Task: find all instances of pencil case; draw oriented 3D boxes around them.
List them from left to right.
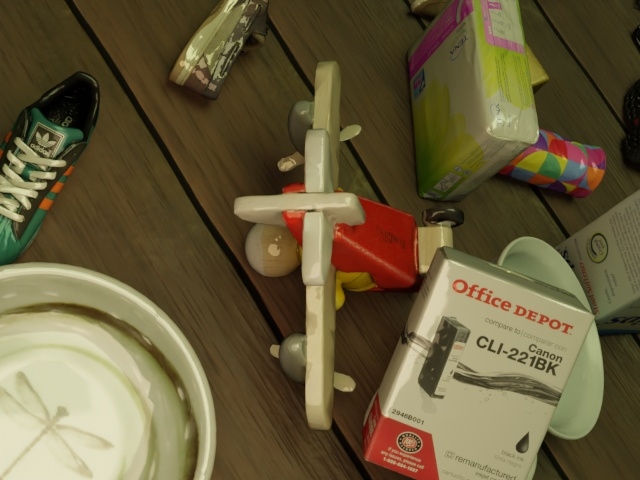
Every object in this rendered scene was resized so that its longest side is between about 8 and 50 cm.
[{"bbox_3d":[0.364,-0.148,1.675,0.236,0.104,0.104,18,60,-19],"label":"pencil case"}]

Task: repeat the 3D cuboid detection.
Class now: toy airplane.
[{"bbox_3d":[0.000,0.000,1.324,0.386,0.273,0.384,-53,128,-47],"label":"toy airplane"}]

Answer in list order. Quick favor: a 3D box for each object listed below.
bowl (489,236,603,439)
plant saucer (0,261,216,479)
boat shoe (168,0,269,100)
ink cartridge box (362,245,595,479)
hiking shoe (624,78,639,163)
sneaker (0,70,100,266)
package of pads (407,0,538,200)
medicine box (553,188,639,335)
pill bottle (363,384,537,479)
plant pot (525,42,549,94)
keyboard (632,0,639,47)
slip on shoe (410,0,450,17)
[{"bbox_3d":[0.284,0.153,1.444,0.298,0.134,0.297,26,55,-43],"label":"bowl"},{"bbox_3d":[-0.325,0.226,1.159,0.401,0.100,0.400,11,62,-21],"label":"plant saucer"},{"bbox_3d":[-0.126,-0.327,1.521,0.092,0.103,0.285,38,60,-12],"label":"boat shoe"},{"bbox_3d":[0.191,0.168,1.233,0.197,0.114,0.272,21,97,-1],"label":"ink cartridge box"},{"bbox_3d":[0.635,-0.220,1.861,0.114,0.086,0.226,31,62,-26],"label":"hiking shoe"},{"bbox_3d":[-0.375,-0.100,1.274,0.108,0.121,0.302,28,58,-12],"label":"sneaker"},{"bbox_3d":[0.237,-0.238,1.574,0.101,0.229,0.296,8,65,-23],"label":"package of pads"},{"bbox_3d":[0.549,0.034,1.562,0.264,0.289,0.149,-1,65,-26],"label":"medicine box"},{"bbox_3d":[0.178,0.275,1.369,0.221,0.121,0.121,33,57,-9],"label":"pill bottle"},{"bbox_3d":[0.331,-0.283,1.734,0.083,0.081,0.081,-27,81,-23],"label":"plant pot"},{"bbox_3d":[0.757,-0.446,2.045,0.317,0.033,0.201,-18,82,-32],"label":"keyboard"},{"bbox_3d":[0.221,-0.408,1.756,0.135,0.051,0.041,-5,67,-36],"label":"slip on shoe"}]
